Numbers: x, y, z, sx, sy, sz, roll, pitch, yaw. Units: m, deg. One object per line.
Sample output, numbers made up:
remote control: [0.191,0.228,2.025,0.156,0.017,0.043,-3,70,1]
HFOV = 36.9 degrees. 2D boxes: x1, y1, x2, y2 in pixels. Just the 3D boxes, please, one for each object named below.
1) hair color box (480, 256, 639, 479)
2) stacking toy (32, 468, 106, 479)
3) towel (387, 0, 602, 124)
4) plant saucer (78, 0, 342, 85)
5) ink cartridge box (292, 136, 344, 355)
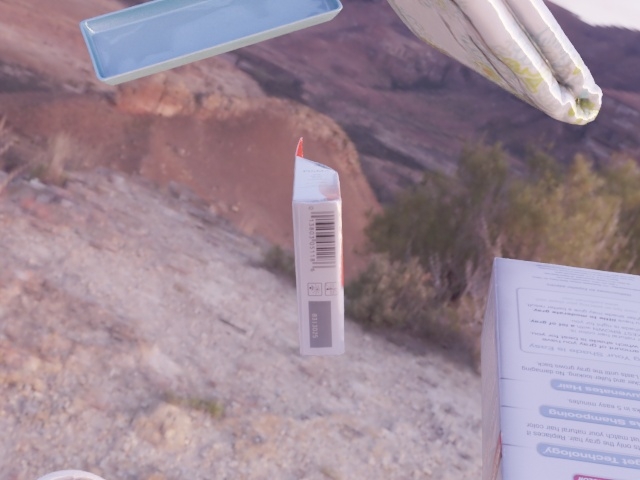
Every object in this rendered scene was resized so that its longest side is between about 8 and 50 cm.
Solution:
hair color box: [0.242,0.163,0.856,0.185,0.113,0.374,7,29,5]
stacking toy: [-0.098,0.396,0.994,0.480,0.350,0.351,-12,1,21]
towel: [0.167,-0.307,1.211,0.374,0.090,0.320,35,9,-47]
plant saucer: [-0.083,-0.167,0.734,0.018,0.192,0.067,85,-16,-57]
ink cartridge box: [0.000,0.000,0.864,0.045,0.145,0.179,-1,23,3]
